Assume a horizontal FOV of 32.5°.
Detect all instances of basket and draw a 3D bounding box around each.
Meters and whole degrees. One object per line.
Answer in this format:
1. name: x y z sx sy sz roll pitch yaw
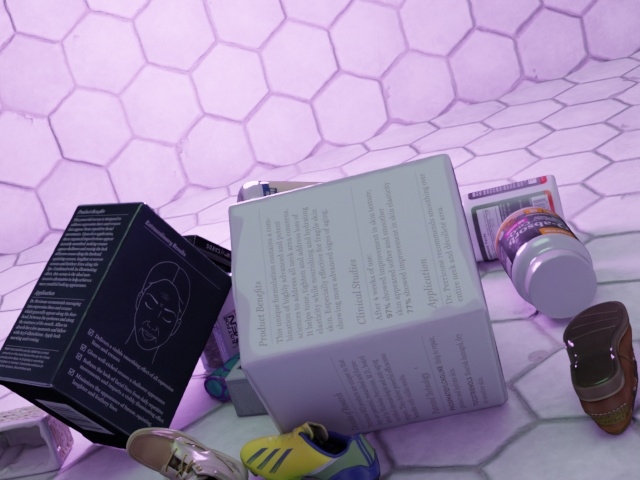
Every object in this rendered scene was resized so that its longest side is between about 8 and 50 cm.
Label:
1. basket: -0.589 0.394 2.175 0.167 0.113 0.103 -12 17 13

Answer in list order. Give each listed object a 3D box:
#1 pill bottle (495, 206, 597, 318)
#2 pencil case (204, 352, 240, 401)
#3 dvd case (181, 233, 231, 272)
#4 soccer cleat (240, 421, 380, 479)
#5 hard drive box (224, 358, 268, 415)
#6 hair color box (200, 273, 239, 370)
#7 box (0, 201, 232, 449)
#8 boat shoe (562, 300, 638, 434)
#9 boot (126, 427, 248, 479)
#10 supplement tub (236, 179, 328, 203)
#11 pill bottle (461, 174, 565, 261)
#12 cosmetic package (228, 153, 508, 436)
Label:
1. pill bottle: 0.451 0.044 2.193 0.162 0.162 0.278 -16 18 3
2. pencil case: -0.171 0.267 2.247 0.070 0.064 0.152 -42 -1 42
3. dvd case: -0.282 0.031 2.319 0.239 0.029 0.179 -4 -21 42
4. soccer cleat: -0.024 0.343 1.808 0.289 0.121 0.093 0 25 42
5. hard drive box: -0.041 0.252 2.141 0.232 0.089 0.181 -9 20 21
6. hair color box: -0.123 0.122 2.435 0.114 0.185 0.374 1 25 43
7. box: -0.395 0.165 2.125 0.212 0.293 0.395 0 57 41
8. boat shoe: 0.466 0.207 1.808 0.111 0.104 0.307 -18 18 26
9. boot: -0.218 0.374 1.778 0.213 0.077 0.165 22 3 -5
10. supplement tub: 0.000 0.000 2.179 0.325 0.235 0.235 0 16 -11
11. pill bottle: 0.406 -0.042 2.481 0.283 0.161 0.161 -13 19 13
12. cosmetic package: 0.081 0.108 1.870 0.394 0.327 0.329 -13 54 8
